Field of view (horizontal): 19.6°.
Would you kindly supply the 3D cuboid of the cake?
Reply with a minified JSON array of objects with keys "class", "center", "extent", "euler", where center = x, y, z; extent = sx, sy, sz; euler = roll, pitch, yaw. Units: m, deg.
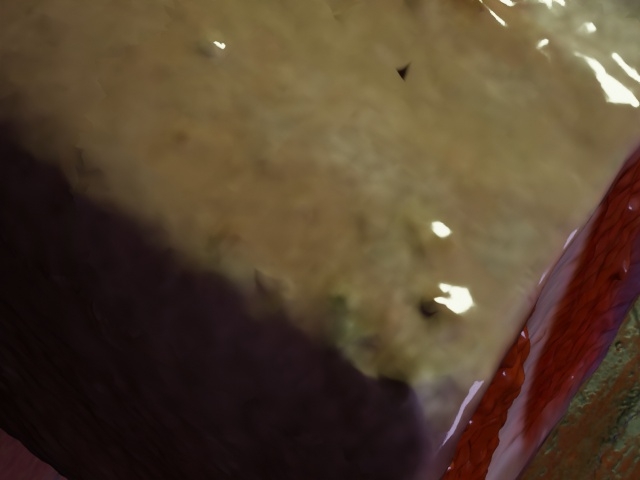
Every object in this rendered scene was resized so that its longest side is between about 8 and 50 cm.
[{"class":"cake","center":[0.000,0.000,0.723],"extent":[0.237,0.230,0.309],"euler":[-49,161,-24]}]
